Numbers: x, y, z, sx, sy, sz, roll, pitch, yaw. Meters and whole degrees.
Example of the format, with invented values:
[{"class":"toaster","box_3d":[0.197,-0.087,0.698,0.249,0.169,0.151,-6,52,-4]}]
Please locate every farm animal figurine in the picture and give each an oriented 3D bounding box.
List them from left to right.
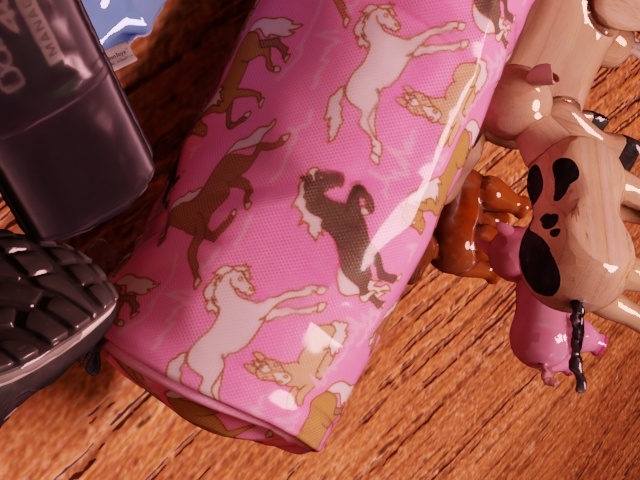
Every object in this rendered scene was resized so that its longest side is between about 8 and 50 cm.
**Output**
[{"class":"farm animal figurine","box_3d":[0.136,-0.083,0.842,0.172,0.330,0.327,22,86,-17]}]

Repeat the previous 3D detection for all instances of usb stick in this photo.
[{"class":"usb stick","box_3d":[-0.149,-0.111,0.540,0.077,0.045,0.278,-32,133,-12]}]

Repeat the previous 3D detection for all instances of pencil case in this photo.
[{"class":"pencil case","box_3d":[0.004,-0.075,0.716,0.386,0.167,0.160,-63,-171,-7]}]

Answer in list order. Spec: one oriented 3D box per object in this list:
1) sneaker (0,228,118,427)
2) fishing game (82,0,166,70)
[{"class":"sneaker","box_3d":[-0.221,0.094,0.577,0.283,0.107,0.124,-29,144,-37]},{"class":"fishing game","box_3d":[-0.108,-0.173,0.612,0.264,0.041,0.189,-42,139,-34]}]
